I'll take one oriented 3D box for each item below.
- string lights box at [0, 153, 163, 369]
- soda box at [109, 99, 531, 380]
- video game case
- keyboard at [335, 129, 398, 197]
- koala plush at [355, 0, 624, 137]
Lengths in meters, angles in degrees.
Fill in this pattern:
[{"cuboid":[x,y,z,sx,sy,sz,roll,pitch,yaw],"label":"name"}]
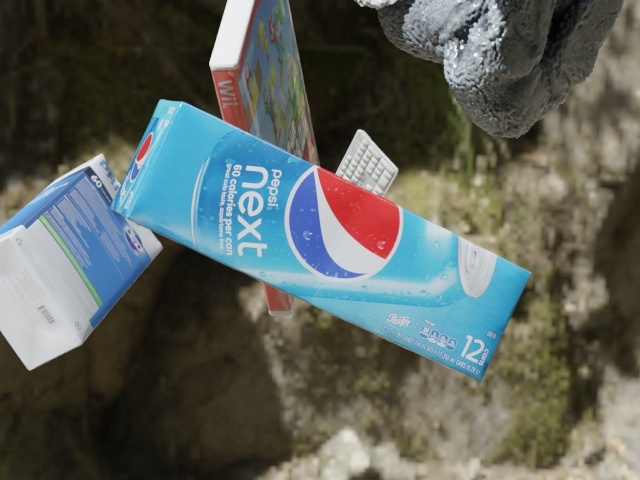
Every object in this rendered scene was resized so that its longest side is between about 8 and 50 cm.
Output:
[{"cuboid":[-0.270,0.017,1.634,0.077,0.133,0.259,-27,13,22],"label":"string lights box"},{"cuboid":[0.000,0.000,0.807,0.210,0.067,0.071,25,-2,-16],"label":"soda box"},{"cuboid":[-0.043,-0.103,1.345,0.025,0.285,0.204,-1,44,11],"label":"video game case"},{"cuboid":[0.036,-0.044,1.914,0.014,0.256,0.072,-27,71,-29],"label":"keyboard"},{"cuboid":[0.137,-0.216,1.458,0.221,0.203,0.196,23,1,41],"label":"koala plush"}]
